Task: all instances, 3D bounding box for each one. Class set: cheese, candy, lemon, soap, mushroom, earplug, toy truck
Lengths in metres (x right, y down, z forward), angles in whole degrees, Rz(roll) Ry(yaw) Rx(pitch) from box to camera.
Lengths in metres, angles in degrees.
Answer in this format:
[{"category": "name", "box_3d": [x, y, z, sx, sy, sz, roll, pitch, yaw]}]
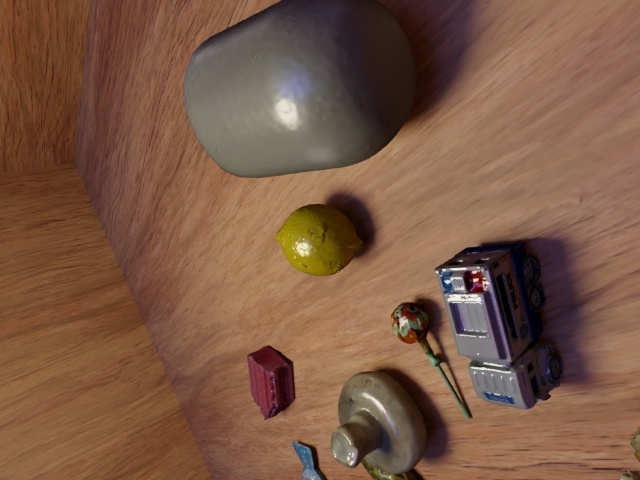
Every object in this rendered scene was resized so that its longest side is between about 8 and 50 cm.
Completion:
[{"category": "cheese", "box_3d": [-0.030, 0.830, 1.448, 0.135, 0.052, 0.245, -19, 91, 51]}, {"category": "candy", "box_3d": [0.248, 0.257, 0.884, 0.084, 0.078, 0.288, -32, 90, 30]}, {"category": "lemon", "box_3d": [0.000, 0.000, 0.967, 0.206, 0.173, 0.173, 7, 112, 25]}, {"category": "soap", "box_3d": [-0.178, 0.510, 1.445, 0.162, 0.099, 0.250, 21, 120, 43]}, {"category": "mushroom", "box_3d": [0.117, 0.447, 0.980, 0.243, 0.243, 0.243, 23, 122, 42]}, {"category": "earplug", "box_3d": [-0.027, -0.275, 0.767, 0.394, 0.312, 0.313, 7, 111, 47]}, {"category": "toy truck", "box_3d": [0.298, 0.149, 0.696, 0.124, 0.155, 0.268, -10, 98, 51]}]

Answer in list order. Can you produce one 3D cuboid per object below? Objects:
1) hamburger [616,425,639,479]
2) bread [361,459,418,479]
[{"category": "hamburger", "box_3d": [0.556, 0.294, 0.370, 0.445, 0.268, 0.287, -29, 82, 46]}, {"category": "bread", "box_3d": [0.170, 0.596, 1.088, 0.269, 0.098, 0.087, 44, 105, 28]}]
